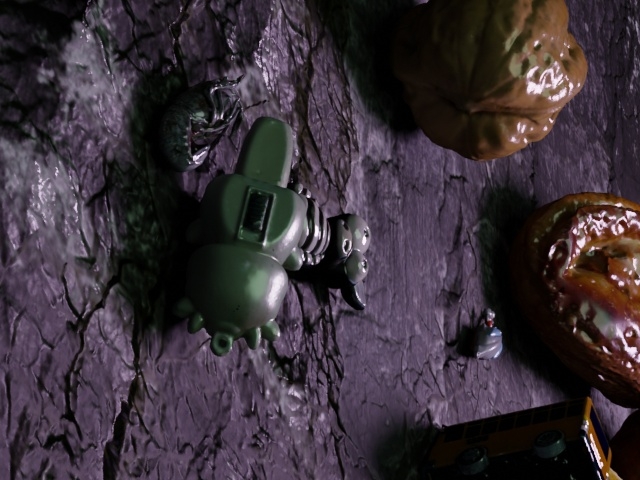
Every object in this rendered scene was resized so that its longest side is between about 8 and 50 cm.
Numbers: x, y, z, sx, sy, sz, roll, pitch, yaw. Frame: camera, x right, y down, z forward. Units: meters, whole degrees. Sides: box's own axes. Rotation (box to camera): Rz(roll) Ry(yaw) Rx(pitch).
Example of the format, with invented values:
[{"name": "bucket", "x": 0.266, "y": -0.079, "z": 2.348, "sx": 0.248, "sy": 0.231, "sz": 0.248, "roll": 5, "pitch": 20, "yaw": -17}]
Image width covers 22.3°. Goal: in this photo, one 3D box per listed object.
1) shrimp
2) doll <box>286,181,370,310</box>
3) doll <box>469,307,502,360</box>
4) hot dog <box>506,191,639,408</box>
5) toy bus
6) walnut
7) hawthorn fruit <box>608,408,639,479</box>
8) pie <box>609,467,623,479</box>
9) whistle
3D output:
[{"name": "shrimp", "x": -0.106, "y": -0.122, "z": 1.560, "sx": 0.065, "sy": 0.057, "sz": 0.165, "roll": 56, "pitch": 44, "yaw": -8}, {"name": "doll", "x": 0.000, "y": 0.000, "z": 1.694, "sx": 0.219, "sy": 0.067, "sz": 0.091, "roll": 35, "pitch": 47, "yaw": -53}, {"name": "doll", "x": 0.212, "y": 0.128, "z": 2.051, "sx": 0.114, "sy": 0.039, "sz": 0.057, "roll": -51, "pitch": 159, "yaw": -66}, {"name": "hot dog", "x": 0.400, "y": 0.084, "z": 2.257, "sx": 0.387, "sy": 0.174, "sz": 0.267, "roll": 38, "pitch": 51, "yaw": -51}, {"name": "toy bus", "x": 0.228, "y": 0.255, "z": 1.881, "sx": 0.098, "sy": 0.201, "sz": 0.114, "roll": 66, "pitch": 24, "yaw": -21}, {"name": "walnut", "x": 0.204, "y": -0.224, "z": 1.986, "sx": 0.257, "sy": 0.257, "sz": 0.224, "roll": -57, "pitch": 161, "yaw": -51}, {"name": "hawthorn fruit", "x": 0.513, "y": 0.348, "z": 2.301, "sx": 0.258, "sy": 0.258, "sz": 0.261, "roll": 45, "pitch": 33, "yaw": -45}, {"name": "pie", "x": 0.332, "y": 0.387, "z": 2.031, "sx": 0.337, "sy": 0.075, "sz": 0.337, "roll": 24, "pitch": 46, "yaw": -27}, {"name": "whistle", "x": -0.071, "y": -0.005, "z": 1.534, "sx": 0.102, "sy": 0.106, "sz": 0.253, "roll": 29, "pitch": 60, "yaw": -34}]
